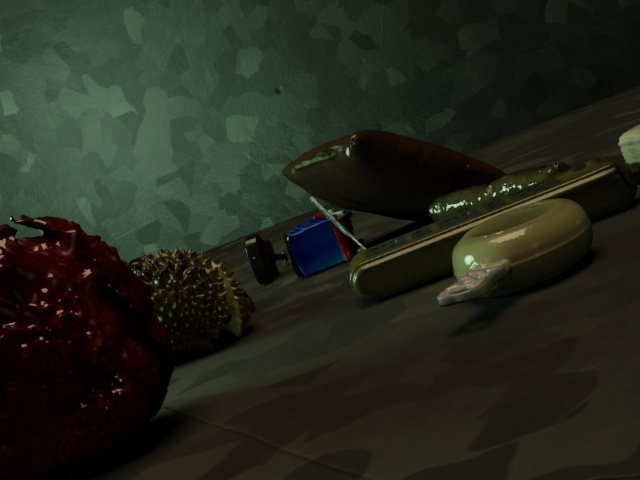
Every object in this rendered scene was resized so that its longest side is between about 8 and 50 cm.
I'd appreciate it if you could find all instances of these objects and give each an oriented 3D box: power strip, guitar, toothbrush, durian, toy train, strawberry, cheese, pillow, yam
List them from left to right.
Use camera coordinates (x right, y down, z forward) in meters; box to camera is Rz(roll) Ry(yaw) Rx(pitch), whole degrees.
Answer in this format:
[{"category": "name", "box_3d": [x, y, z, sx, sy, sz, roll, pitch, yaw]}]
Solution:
[{"category": "strawberry", "box_3d": [-0.259, 0.119, 0.927, 0.220, 0.274, 0.274, 26, 31, 27]}, {"category": "durian", "box_3d": [-0.220, 0.085, 1.342, 0.237, 0.138, 0.193, -21, 17, 9]}, {"category": "guitar", "box_3d": [-0.091, 0.033, 1.856, 0.025, 0.088, 0.233, -19, -4, 11]}, {"category": "toy train", "box_3d": [0.000, 0.000, 1.732, 0.131, 0.083, 0.204, -24, 5, -5]}, {"category": "toothbrush", "box_3d": [0.030, -0.021, 1.610, 0.014, 0.011, 0.167, -31, 53, -19]}, {"category": "pillow", "box_3d": [0.126, -0.101, 1.680, 0.305, 0.108, 0.308, 13, -9, -22]}, {"category": "yam", "box_3d": [0.264, -0.064, 1.480, 0.061, 0.061, 0.253, -25, 6, -37]}, {"category": "power strip", "box_3d": [0.215, -0.021, 1.193, 0.387, 0.066, 0.092, -20, 8, 4]}, {"category": "cheese", "box_3d": [0.176, 0.019, 0.955, 0.137, 0.064, 0.227, -19, 7, 37]}]

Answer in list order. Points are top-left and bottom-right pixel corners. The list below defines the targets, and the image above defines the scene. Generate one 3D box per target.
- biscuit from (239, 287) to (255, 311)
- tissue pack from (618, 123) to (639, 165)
[{"category": "biscuit", "box_3d": [-0.179, 0.108, 1.513, 0.170, 0.050, 0.170, -21, 6, 2]}, {"category": "tissue pack", "box_3d": [0.531, -0.153, 1.238, 0.170, 0.071, 0.325, -25, 6, -15]}]
